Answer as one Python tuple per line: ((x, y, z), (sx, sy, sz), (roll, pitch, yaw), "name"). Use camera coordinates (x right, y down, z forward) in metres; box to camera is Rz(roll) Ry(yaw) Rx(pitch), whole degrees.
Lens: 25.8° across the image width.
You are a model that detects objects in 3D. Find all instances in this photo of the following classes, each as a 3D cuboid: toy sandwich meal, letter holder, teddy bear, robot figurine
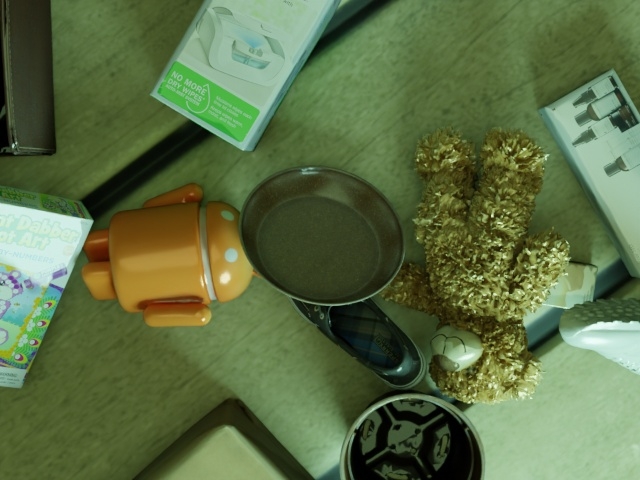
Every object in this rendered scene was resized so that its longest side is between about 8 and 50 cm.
((0.010, -0.042, 1.716), (0.086, 0.029, 0.085), (0, 93, 0), "toy sandwich meal")
((-0.405, -0.247, 1.615), (0.152, 0.214, 0.301), (-1, 93, 0), "letter holder")
((0.178, 0.027, 1.650), (0.245, 0.113, 0.338), (19, 98, 21), "teddy bear")
((-0.173, 0.017, 1.673), (0.220, 0.158, 0.128), (-6, 115, 1), "robot figurine")

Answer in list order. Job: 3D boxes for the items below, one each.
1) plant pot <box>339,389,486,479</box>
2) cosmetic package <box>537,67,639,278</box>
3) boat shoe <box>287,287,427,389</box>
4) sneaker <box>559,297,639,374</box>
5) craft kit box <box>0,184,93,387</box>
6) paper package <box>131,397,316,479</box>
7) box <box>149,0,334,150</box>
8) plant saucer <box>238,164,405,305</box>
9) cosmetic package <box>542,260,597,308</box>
((0.104, 0.251, 1.664), (0.167, 0.165, 0.166), (0, 93, -1), "plant pot")
((0.367, -0.081, 1.698), (0.099, 0.060, 0.239), (-30, 92, 3), "cosmetic package")
((0.031, 0.091, 1.655), (0.080, 0.076, 0.228), (-45, 61, 0), "boat shoe")
((0.381, 0.121, 1.661), (0.235, 0.090, 0.094), (1, 108, -28), "sneaker")
((-0.421, 0.047, 1.615), (0.250, 0.061, 0.246), (11, 112, -36), "craft kit box")
((-0.126, 0.406, 1.673), (0.325, 0.168, 0.309), (-43, 94, 2), "paper package")
((-0.077, -0.230, 1.592), (0.127, 0.262, 0.231), (31, 92, -2), "box")
((0.000, 0.000, 1.648), (0.199, 0.036, 0.198), (5, 56, -8), "plant saucer")
((0.276, 0.050, 1.714), (0.115, 0.041, 0.060), (7, 93, 0), "cosmetic package")
